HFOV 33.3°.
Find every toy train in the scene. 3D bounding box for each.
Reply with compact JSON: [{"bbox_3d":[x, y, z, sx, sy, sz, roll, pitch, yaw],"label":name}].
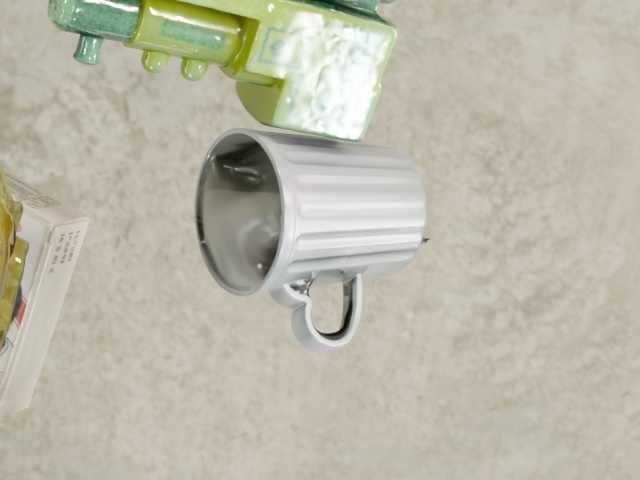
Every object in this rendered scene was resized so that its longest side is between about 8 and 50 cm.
[{"bbox_3d":[-0.095,-0.233,0.985,0.369,0.150,0.237,8,113,-30],"label":"toy train"}]

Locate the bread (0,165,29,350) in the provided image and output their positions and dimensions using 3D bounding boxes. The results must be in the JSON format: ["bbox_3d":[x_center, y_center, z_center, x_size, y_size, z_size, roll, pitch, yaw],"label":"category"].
[{"bbox_3d":[-0.313,0.044,0.743,0.196,0.252,0.238,4,135,-5],"label":"bread"}]

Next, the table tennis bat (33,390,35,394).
[{"bbox_3d":[-0.486,0.123,1.307,0.301,0.173,0.022,28,114,-28],"label":"table tennis bat"}]

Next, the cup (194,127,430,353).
[{"bbox_3d":[-0.009,-0.005,1.126,0.202,0.167,0.221,-2,102,-37],"label":"cup"}]

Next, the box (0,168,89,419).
[{"bbox_3d":[-0.408,0.001,1.058,0.353,0.069,0.214,27,108,17],"label":"box"}]
